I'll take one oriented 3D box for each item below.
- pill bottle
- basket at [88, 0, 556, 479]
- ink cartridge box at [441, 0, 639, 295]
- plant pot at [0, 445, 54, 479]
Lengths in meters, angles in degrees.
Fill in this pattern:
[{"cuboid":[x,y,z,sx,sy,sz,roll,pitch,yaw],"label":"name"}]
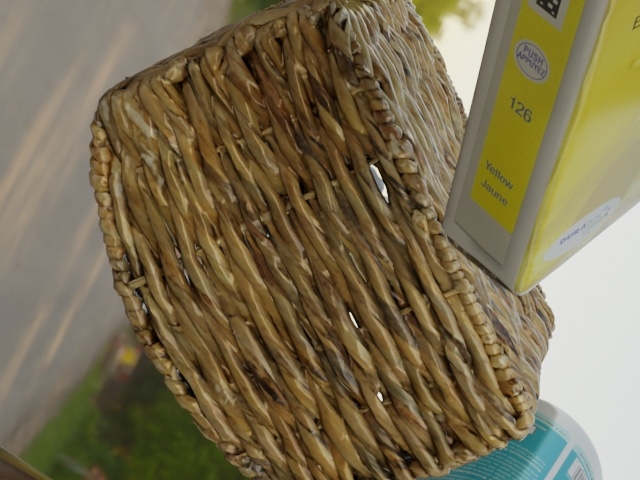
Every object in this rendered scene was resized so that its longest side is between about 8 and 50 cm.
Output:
[{"cuboid":[0.121,0.238,1.323,0.264,0.146,0.146,-40,160,-56],"label":"pill bottle"},{"cuboid":[0.000,0.000,1.070,0.213,0.299,0.223,-24,-171,17],"label":"basket"},{"cuboid":[0.195,-0.157,0.730,0.303,0.072,0.307,-34,155,-28],"label":"ink cartridge box"},{"cuboid":[-0.162,0.205,0.914,0.167,0.165,0.167,-51,-174,8],"label":"plant pot"}]
